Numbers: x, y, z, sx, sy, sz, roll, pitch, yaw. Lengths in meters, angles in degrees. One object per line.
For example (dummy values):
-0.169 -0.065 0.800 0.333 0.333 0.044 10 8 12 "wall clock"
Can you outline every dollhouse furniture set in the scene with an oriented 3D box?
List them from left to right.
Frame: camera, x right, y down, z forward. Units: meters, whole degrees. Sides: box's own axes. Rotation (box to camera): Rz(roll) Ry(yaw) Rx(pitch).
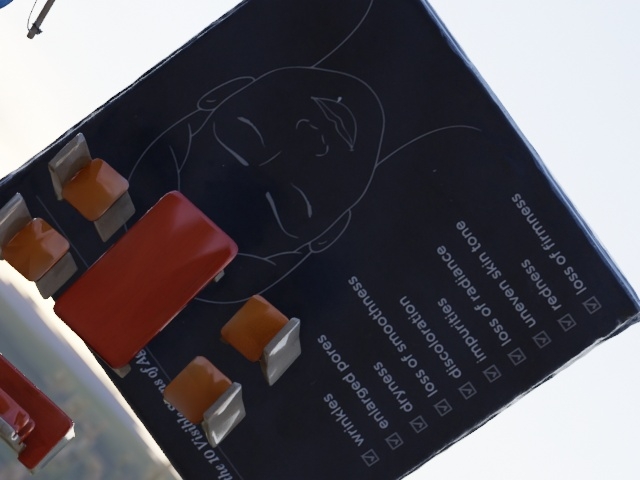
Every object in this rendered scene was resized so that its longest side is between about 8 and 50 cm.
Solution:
-0.183 0.069 1.512 0.262 0.259 0.135 40 -16 12 "dollhouse furniture set"

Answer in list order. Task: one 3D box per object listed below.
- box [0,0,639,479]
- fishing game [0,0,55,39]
0.000 0.000 1.868 0.480 0.472 0.297 55 7 -1 "box"
-0.301 -0.262 1.535 0.041 0.189 0.264 43 23 30 "fishing game"
